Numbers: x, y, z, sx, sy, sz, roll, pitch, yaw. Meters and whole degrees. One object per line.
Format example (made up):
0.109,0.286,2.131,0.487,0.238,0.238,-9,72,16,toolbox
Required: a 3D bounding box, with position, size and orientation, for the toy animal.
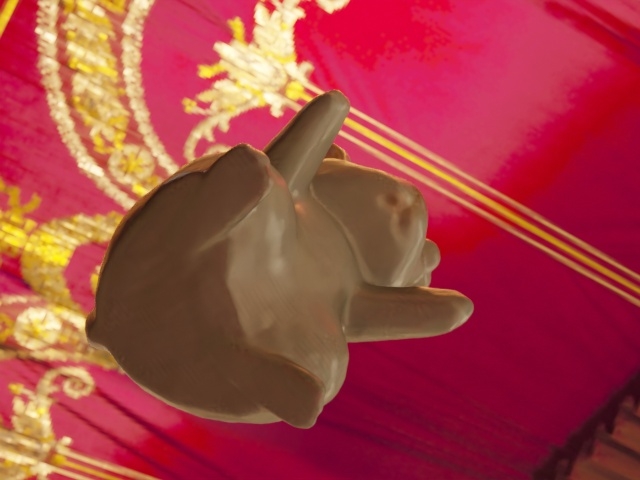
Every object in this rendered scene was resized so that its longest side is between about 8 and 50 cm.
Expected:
0.006,-0.002,0.538,0.138,0.140,0.282,-23,-178,40,toy animal
